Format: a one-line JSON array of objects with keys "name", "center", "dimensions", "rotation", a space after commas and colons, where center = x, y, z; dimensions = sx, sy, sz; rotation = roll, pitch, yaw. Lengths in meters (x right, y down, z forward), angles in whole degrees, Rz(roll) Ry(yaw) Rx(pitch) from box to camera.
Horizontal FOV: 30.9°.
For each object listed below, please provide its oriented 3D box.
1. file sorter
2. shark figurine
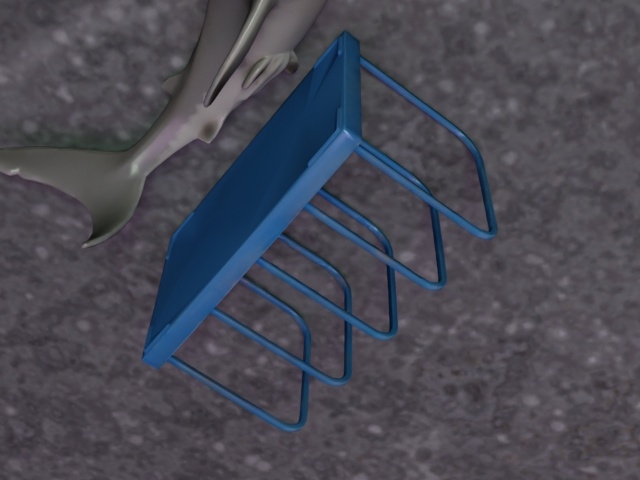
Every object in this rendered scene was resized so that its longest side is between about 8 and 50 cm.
[{"name": "file sorter", "center": [0.000, 0.000, 0.623], "dimensions": [0.104, 0.118, 0.170], "rotation": [33, 117, -19]}, {"name": "shark figurine", "center": [-0.060, -0.123, 0.585], "dimensions": [0.116, 0.166, 0.278], "rotation": [49, 134, 6]}]
